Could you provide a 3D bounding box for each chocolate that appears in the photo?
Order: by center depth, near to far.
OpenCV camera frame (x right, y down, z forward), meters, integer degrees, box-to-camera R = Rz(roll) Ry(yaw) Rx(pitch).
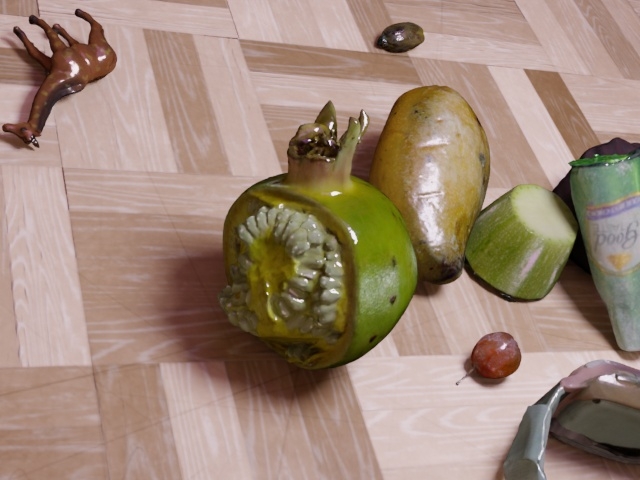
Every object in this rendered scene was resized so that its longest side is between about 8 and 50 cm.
[{"bbox_3d":[0.441,0.018,1.557,0.110,0.110,0.291,-17,99,-37],"label":"chocolate"}]

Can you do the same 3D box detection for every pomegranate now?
[{"bbox_3d":[0.000,0.000,1.306,0.260,0.340,0.260,11,22,-4],"label":"pomegranate"}]

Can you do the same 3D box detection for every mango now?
[{"bbox_3d":[0.157,-0.085,1.584,0.176,0.175,0.329,10,60,16],"label":"mango"}]

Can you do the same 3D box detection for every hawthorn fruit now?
[{"bbox_3d":[0.226,0.167,1.445,0.103,0.067,0.067,-27,59,-6],"label":"hawthorn fruit"}]

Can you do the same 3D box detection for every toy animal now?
[{"bbox_3d":[-0.388,-0.240,1.536,0.224,0.066,0.229,-16,62,-36],"label":"toy animal"}]

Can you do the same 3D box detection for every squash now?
[{"bbox_3d":[0.307,-0.001,1.598,0.170,0.123,0.170,16,46,-18],"label":"squash"}]

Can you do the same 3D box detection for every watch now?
[{"bbox_3d":[0.358,0.290,1.317,0.253,0.162,0.241,18,51,-7],"label":"watch"}]

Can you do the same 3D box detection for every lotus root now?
[{"bbox_3d":[0.146,-0.372,1.927,0.099,0.049,0.054,-16,58,-29],"label":"lotus root"}]

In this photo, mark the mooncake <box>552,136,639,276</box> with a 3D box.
[{"bbox_3d":[0.517,-0.038,1.714,0.283,0.141,0.283,12,47,-13],"label":"mooncake"}]
